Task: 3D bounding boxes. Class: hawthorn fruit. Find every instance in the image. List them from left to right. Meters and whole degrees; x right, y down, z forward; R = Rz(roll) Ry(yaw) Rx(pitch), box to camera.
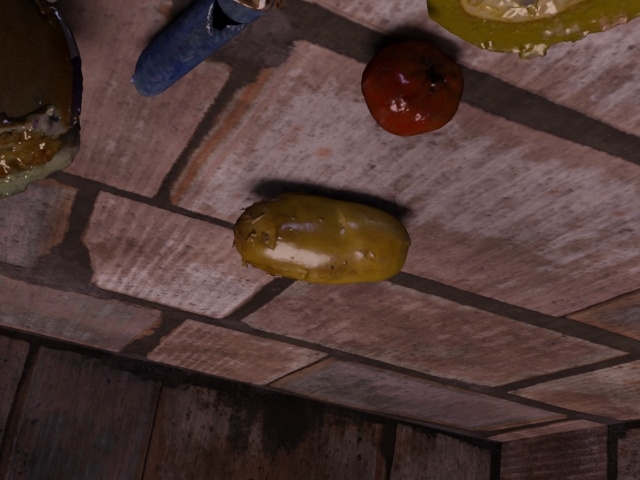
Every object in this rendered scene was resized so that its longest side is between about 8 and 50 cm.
[{"bbox_3d":[0.106,-0.182,0.998,0.128,0.128,0.128,8,158,3],"label":"hawthorn fruit"}]

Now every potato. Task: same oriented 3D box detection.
[{"bbox_3d":[0.000,0.000,1.434,0.300,0.140,0.173,6,151,-7],"label":"potato"}]

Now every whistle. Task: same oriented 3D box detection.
[{"bbox_3d":[-0.140,-0.250,0.991,0.062,0.062,0.304,23,153,-32],"label":"whistle"}]

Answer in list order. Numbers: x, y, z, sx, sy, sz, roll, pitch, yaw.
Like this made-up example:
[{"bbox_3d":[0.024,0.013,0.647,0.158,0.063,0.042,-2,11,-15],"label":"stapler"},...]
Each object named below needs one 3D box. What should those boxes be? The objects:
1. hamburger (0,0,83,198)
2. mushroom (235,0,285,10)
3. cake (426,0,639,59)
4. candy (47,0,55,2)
[{"bbox_3d":[-0.439,-0.193,0.947,0.318,0.277,0.195,-9,167,-27],"label":"hamburger"},{"bbox_3d":[-0.057,-0.287,0.708,0.226,0.178,0.226,2,155,1],"label":"mushroom"},{"bbox_3d":[0.203,-0.267,0.715,0.179,0.156,0.260,31,151,-31],"label":"cake"},{"bbox_3d":[-0.353,-0.354,0.820,0.088,0.061,0.312,-8,153,32],"label":"candy"}]
